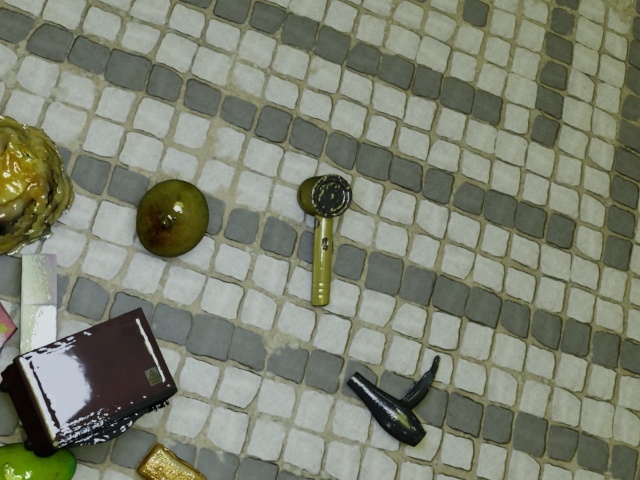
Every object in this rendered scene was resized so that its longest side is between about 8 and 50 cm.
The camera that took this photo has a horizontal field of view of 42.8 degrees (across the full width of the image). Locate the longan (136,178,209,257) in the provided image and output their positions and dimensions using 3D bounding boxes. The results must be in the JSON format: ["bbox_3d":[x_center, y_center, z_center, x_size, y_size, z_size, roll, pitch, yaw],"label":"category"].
[{"bbox_3d":[-0.295,-0.042,1.612,0.145,0.176,0.154,-4,102,4],"label":"longan"}]

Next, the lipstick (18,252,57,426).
[{"bbox_3d":[-0.527,0.185,1.524,0.068,0.066,0.317,0,75,-19],"label":"lipstick"}]

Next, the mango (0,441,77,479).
[{"bbox_3d":[-0.522,0.414,1.446,0.178,0.100,0.119,-9,75,-28],"label":"mango"}]

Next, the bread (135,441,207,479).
[{"bbox_3d":[-0.281,0.444,1.543,0.132,0.053,0.074,36,71,-6],"label":"bread"}]

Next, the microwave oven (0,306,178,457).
[{"bbox_3d":[-0.402,0.255,1.424,0.247,0.178,0.188,-23,87,-33],"label":"microwave oven"}]

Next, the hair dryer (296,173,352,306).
[{"bbox_3d":[0.000,0.000,1.739,0.090,0.135,0.278,2,91,-18],"label":"hair dryer"}]

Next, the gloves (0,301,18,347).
[{"bbox_3d":[-0.668,0.111,1.473,0.241,0.126,0.145,43,69,-10],"label":"gloves"}]

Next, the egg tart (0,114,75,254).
[{"bbox_3d":[-0.596,-0.095,1.509,0.297,0.132,0.297,-5,99,-36],"label":"egg tart"}]

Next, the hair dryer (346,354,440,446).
[{"bbox_3d":[0.183,0.308,1.743,0.195,0.075,0.219,43,56,7],"label":"hair dryer"}]
